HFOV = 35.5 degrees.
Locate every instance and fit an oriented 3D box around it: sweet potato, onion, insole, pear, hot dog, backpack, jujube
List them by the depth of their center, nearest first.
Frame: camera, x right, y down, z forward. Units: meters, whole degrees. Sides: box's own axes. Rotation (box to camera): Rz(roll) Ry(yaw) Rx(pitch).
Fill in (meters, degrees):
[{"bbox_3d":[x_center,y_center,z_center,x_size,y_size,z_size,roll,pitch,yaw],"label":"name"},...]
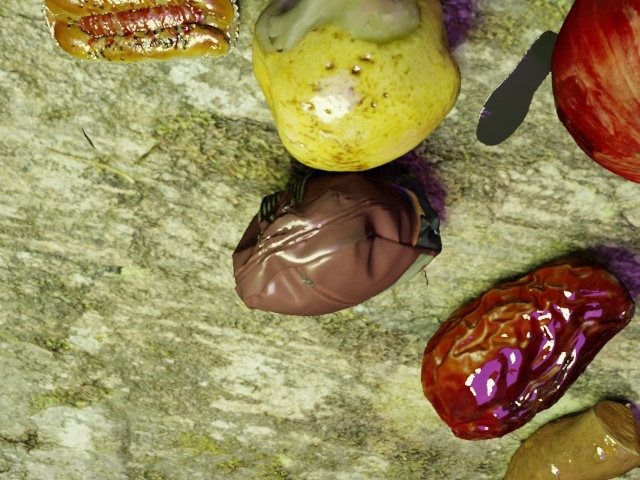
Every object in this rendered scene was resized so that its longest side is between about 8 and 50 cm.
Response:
[{"bbox_3d":[0.439,-0.207,1.217,0.341,0.341,0.341,2,121,3],"label":"onion"},{"bbox_3d":[0.046,-0.218,1.268,0.271,0.271,0.271,2,121,3],"label":"pear"},{"bbox_3d":[-0.239,-0.305,1.339,0.268,0.075,0.144,0,123,6],"label":"hot dog"},{"bbox_3d":[0.000,0.000,1.380,0.283,0.317,0.197,-31,78,18],"label":"backpack"},{"bbox_3d":[0.278,-0.211,1.404,0.064,0.004,0.188,27,119,-12],"label":"insole"},{"bbox_3d":[0.313,0.156,1.521,0.342,0.216,0.216,-36,113,16],"label":"jujube"},{"bbox_3d":[0.386,0.382,1.688,0.131,0.131,0.337,39,125,-18],"label":"sweet potato"}]
